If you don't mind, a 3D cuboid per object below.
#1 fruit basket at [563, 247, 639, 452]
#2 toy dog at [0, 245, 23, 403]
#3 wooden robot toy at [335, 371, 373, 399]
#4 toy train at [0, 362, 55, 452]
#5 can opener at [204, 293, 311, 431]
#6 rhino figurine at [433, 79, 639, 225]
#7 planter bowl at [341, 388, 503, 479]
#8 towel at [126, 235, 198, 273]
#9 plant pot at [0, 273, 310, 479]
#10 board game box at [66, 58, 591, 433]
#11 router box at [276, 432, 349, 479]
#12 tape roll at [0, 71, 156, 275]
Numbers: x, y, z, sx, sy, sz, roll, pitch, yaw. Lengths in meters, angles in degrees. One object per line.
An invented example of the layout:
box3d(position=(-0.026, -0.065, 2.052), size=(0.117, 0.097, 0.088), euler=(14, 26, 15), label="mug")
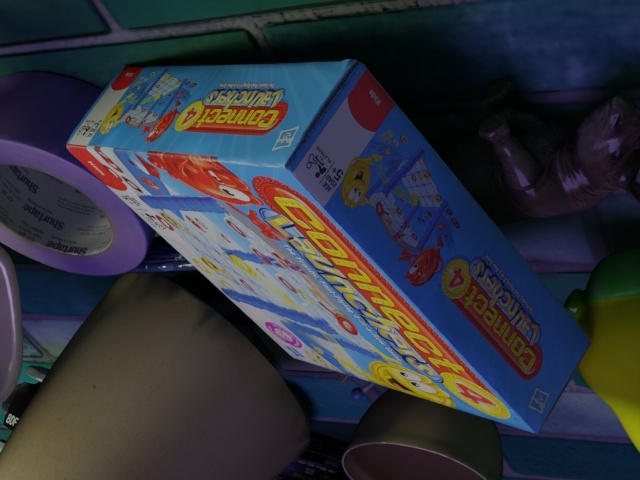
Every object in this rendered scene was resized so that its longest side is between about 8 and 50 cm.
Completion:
box3d(position=(0.375, 0.137, 0.882), size=(0.392, 0.283, 0.392), euler=(44, 146, 42), label="fruit basket")
box3d(position=(-0.461, 0.105, 1.181), size=(0.408, 0.284, 0.395), euler=(31, 145, 54), label="toy dog")
box3d(position=(0.091, 0.104, 1.119), size=(0.079, 0.076, 0.173), euler=(0, 166, -43), label="wooden robot toy")
box3d(position=(-0.247, 0.251, 1.386), size=(0.334, 0.142, 0.190), euler=(13, 166, 45), label="toy train")
box3d(position=(-0.073, 0.150, 1.265), size=(0.093, 0.074, 0.280), euler=(-19, 145, -4), label="can opener")
box3d(position=(0.145, -0.056, 0.818), size=(0.243, 0.073, 0.106), euler=(-10, 131, 42), label="rhino figurine")
box3d(position=(0.114, 0.198, 1.180), size=(0.162, 0.109, 0.162), euler=(14, 148, 9), label="planter bowl")
box3d(position=(-0.129, 0.009, 1.083), size=(0.119, 0.067, 0.029), euler=(-4, 101, 33), label="towel")
box3d(position=(-0.192, 0.214, 1.109), size=(0.256, 0.274, 0.256), euler=(33, 152, 20), label="plant pot")
box3d(position=(0.000, 0.000, 0.880), size=(0.302, 0.086, 0.308), euler=(10, 150, 53), label="board game box")
box3d(position=(-0.030, 0.266, 1.424), size=(0.122, 0.038, 0.092), euler=(17, 148, 4), label="router box")
box3d(position=(-0.226, -0.055, 1.019), size=(0.189, 0.080, 0.189), euler=(13, 147, 9), label="tape roll")
